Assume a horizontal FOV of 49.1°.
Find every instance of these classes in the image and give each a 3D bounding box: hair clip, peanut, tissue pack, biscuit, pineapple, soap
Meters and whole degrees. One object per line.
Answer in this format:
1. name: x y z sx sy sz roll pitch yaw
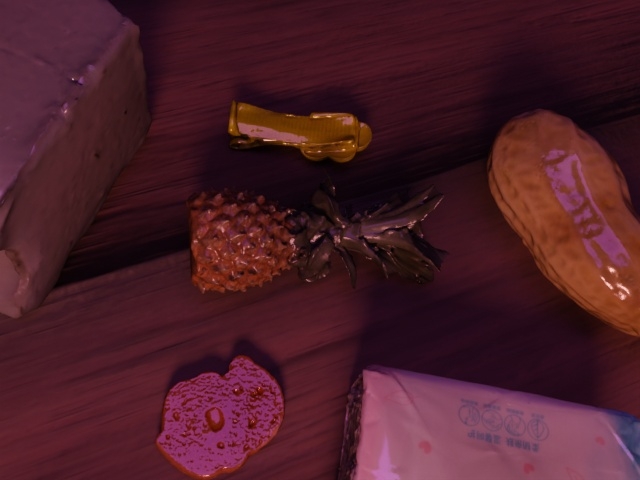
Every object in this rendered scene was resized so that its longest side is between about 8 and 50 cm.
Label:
1. hair clip: -0.024 -0.129 0.850 0.173 0.046 0.072 3 64 -6
2. peanut: 0.304 -0.016 0.791 0.147 0.147 0.306 -20 67 -19
3. tissue pack: 0.151 0.234 0.635 0.271 0.124 0.201 11 57 -2
4. biscuit: -0.097 0.173 0.686 0.130 0.019 0.102 -29 70 -22
5. pineapple: 0.000 0.000 0.746 0.277 0.119 0.130 -4 43 -13
6. soap: -0.413 -0.168 0.719 0.435 0.213 0.350 25 59 4
